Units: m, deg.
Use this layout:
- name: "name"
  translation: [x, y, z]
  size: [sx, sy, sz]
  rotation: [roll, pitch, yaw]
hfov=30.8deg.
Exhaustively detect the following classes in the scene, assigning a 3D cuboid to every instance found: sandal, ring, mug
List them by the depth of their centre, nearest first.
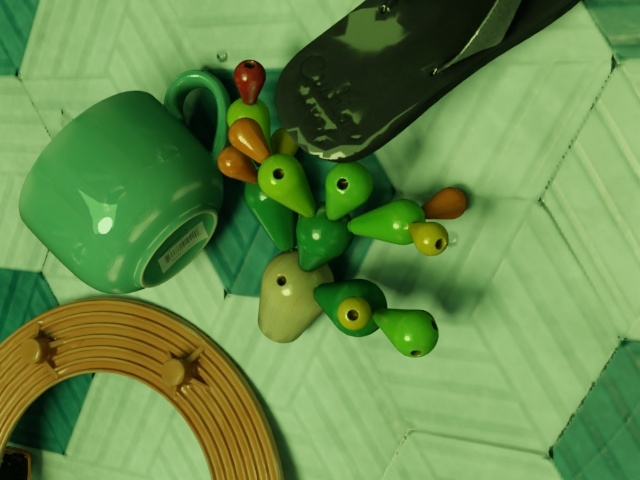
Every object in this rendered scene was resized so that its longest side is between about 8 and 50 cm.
- name: "sandal"
  translation: [0.078, -0.139, 0.646]
  size: [0.254, 0.054, 0.097]
  rotation: [-46, 76, 11]
- name: "mug"
  translation: [-0.125, -0.035, 0.814]
  size: [0.097, 0.129, 0.157]
  rotation: [44, 123, 15]
- name: "ring"
  translation: [-0.180, 0.213, 0.915]
  size: [0.337, 0.032, 0.336]
  rotation: [-2, 85, 26]

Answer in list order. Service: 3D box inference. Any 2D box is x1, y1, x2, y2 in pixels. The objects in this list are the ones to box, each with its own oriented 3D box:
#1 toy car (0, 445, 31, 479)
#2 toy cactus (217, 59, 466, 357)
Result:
- name: "toy car"
  translation: [-0.273, 0.238, 1.046]
  size: [0.060, 0.040, 0.122]
  rotation: [-9, 94, 16]
- name: "toy cactus"
  translation: [0.000, 0.000, 0.770]
  size: [0.219, 0.112, 0.180]
  rotation: [44, 142, 15]
